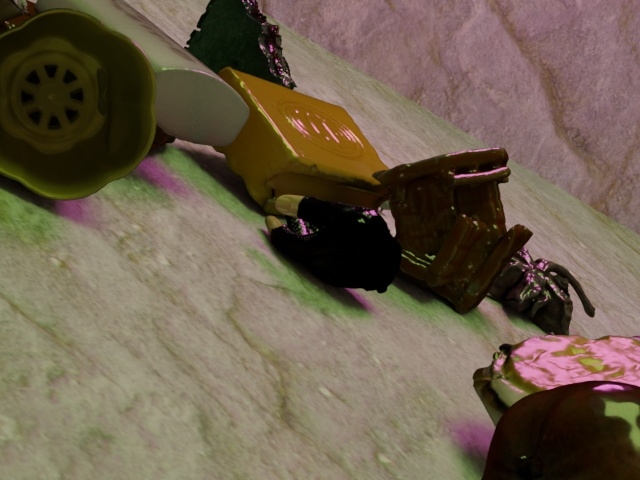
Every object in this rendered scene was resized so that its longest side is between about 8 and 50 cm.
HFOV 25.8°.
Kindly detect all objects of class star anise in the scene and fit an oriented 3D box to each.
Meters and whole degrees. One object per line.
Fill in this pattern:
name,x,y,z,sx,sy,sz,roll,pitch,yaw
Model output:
star anise,0.346,0.074,2.231,0.231,0.089,0.209,-4,44,-48

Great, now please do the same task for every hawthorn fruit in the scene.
hawthorn fruit,0.270,0.224,1.263,0.248,0.208,0.208,7,26,-39

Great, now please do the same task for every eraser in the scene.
eraser,-0.228,-0.228,1.766,0.174,0.095,0.270,20,17,-50

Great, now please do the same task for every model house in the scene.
model house,0.193,-0.009,1.995,0.199,0.220,0.229,-30,107,-84

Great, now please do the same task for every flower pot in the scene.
flower pot,-0.280,-0.152,1.488,0.195,0.195,0.179,27,2,-19

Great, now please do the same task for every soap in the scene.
soap,-0.027,-0.127,2.021,0.204,0.096,0.324,54,22,23

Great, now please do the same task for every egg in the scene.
egg,0.304,0.217,1.487,0.286,0.174,0.264,3,19,-10

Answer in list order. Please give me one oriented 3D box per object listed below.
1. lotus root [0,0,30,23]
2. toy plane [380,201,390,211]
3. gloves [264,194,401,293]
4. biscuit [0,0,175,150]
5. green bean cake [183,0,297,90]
lotus root,-0.491,-0.347,1.662,0.272,0.192,0.272,63,-4,8
toy plane,0.086,-0.075,2.319,0.083,0.033,0.080,44,16,19
gloves,0.001,0.003,1.762,0.181,0.106,0.129,6,-5,35
biscuit,-0.323,-0.226,1.878,0.359,0.074,0.381,19,20,-37
green bean cake,-0.120,-0.330,2.449,0.208,0.193,0.107,37,9,16
